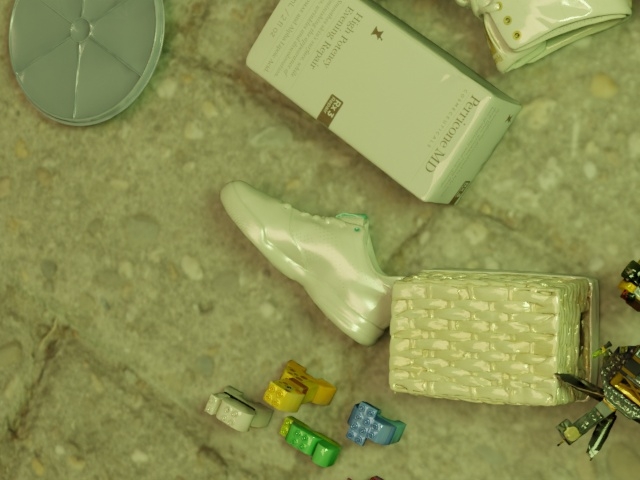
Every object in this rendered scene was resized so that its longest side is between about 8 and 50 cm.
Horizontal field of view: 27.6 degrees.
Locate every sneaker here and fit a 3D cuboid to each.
[{"bbox_3d":[0.000,0.000,1.241,0.212,0.080,0.094,42,95,14],"label":"sneaker"},{"bbox_3d":[0.124,-0.227,1.138,0.293,0.108,0.169,-6,86,14],"label":"sneaker"}]

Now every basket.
[{"bbox_3d":[0.149,0.083,1.140,0.167,0.103,0.113,2,91,26],"label":"basket"}]

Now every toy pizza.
[{"bbox_3d":[-0.245,-0.220,1.382,0.201,0.032,0.201,-1,87,26],"label":"toy pizza"}]

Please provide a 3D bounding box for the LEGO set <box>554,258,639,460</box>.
[{"bbox_3d":[0.370,0.122,1.018,0.331,0.192,0.255,32,74,10],"label":"LEGO set"}]

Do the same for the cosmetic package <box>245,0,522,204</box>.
[{"bbox_3d":[0.055,-0.144,1.202,0.231,0.085,0.117,38,106,23],"label":"cosmetic package"}]

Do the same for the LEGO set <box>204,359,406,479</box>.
[{"bbox_3d":[-0.012,0.173,1.224,0.227,0.093,0.087,27,101,24],"label":"LEGO set"}]
